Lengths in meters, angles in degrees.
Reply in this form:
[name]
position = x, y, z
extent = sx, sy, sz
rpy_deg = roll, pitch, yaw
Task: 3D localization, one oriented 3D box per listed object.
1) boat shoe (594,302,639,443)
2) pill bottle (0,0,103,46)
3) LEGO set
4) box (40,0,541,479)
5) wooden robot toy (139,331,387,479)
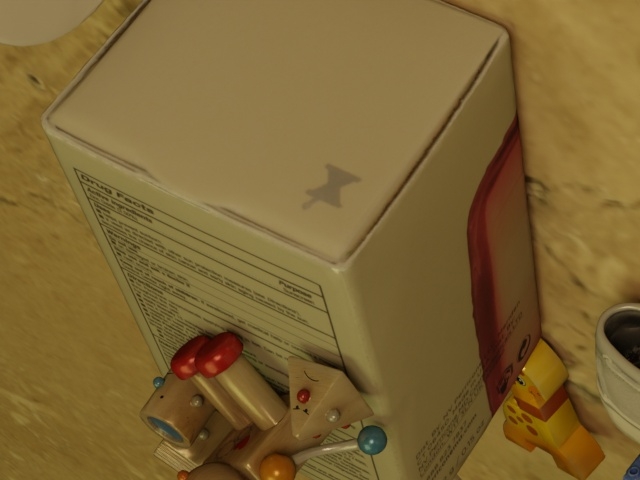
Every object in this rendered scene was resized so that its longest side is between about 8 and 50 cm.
[boat shoe]
position = 0.194, 0.073, 0.702
extent = 0.184, 0.066, 0.063
rpy_deg = 30, 159, 38
[pill bottle]
position = -0.205, -0.167, 0.676
extent = 0.272, 0.152, 0.152
rpy_deg = 21, 153, 30
[LEGO set]
position = 0.115, 0.104, 0.838
extent = 0.227, 0.087, 0.093
rpy_deg = 22, 151, 43
[box]
position = 0.000, 0.000, 0.739
extent = 0.148, 0.127, 0.232
rpy_deg = 25, 154, 24
[wooden robot toy]
position = -0.045, 0.091, 0.711
extent = 0.076, 0.079, 0.173
rpy_deg = 43, 155, -16
